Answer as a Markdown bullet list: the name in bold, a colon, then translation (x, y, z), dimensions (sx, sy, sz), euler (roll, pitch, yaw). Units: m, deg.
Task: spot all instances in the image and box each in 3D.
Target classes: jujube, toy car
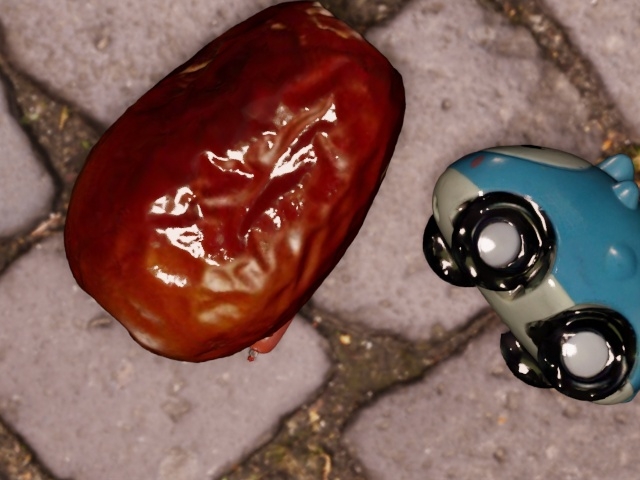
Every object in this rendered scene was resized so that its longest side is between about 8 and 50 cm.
- **jujube**: translation (-0.071, -0.051, 1.686), dimensions (0.223, 0.223, 0.318), euler (41, 91, -5)
- **toy car**: translation (0.214, 0.015, 1.707), dimensions (0.190, 0.188, 0.255), euler (-40, 93, -4)

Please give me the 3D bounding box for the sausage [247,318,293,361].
- **sausage**: translation (0.000, 0.000, 1.775), dimensions (0.034, 0.034, 0.253), euler (30, 95, -4)
